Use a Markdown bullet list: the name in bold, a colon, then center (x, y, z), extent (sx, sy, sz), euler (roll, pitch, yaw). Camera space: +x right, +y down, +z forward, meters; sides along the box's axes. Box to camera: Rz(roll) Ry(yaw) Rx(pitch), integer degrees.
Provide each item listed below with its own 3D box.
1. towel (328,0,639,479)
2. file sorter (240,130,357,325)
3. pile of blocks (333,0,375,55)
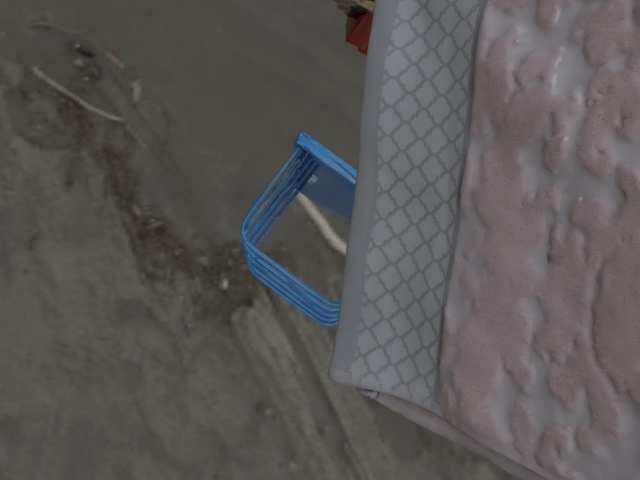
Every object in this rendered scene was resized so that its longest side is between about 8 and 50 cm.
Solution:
- **towel**: center (0.123, -0.044, 0.567), extent (0.053, 0.317, 0.332), euler (3, 98, -36)
- **file sorter**: center (0.000, 0.000, 0.997), extent (0.104, 0.118, 0.170), euler (-53, 175, -9)
- **pile of blocks**: center (0.070, -0.228, 1.058), extent (0.362, 0.149, 0.112), euler (13, 97, -75)
